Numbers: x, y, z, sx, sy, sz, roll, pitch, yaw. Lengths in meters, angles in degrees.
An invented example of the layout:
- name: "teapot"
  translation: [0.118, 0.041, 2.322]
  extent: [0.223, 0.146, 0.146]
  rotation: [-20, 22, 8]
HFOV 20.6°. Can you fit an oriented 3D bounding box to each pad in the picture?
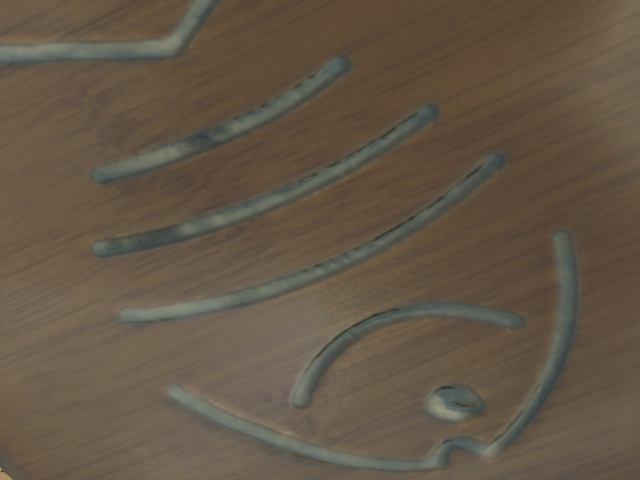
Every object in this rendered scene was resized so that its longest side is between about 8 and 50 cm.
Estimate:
- name: "pad"
  translation: [0.000, 0.000, 0.529]
  extent: [0.287, 0.018, 0.284]
  rotation: [-21, 124, 21]
